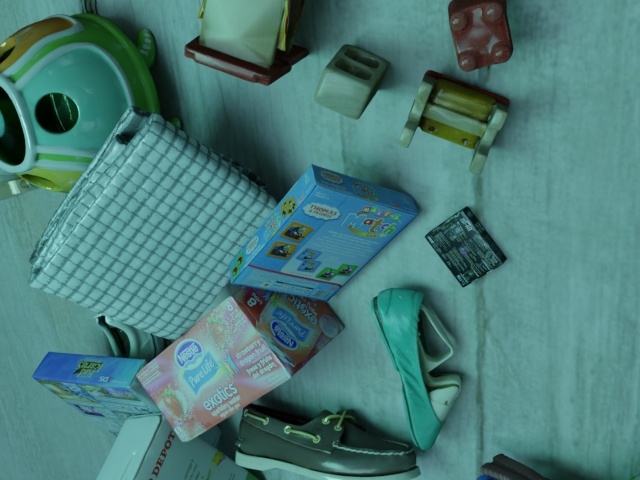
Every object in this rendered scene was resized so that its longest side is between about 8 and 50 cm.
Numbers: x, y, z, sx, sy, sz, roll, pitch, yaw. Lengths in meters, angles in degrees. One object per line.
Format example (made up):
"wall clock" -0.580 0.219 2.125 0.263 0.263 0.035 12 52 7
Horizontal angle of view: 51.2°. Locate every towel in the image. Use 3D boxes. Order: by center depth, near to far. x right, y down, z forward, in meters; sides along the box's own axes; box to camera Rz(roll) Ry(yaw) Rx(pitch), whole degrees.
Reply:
"towel" -0.226 -0.022 0.916 0.235 0.121 0.284 31 106 -31

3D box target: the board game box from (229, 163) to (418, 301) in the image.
"board game box" 0.000 0.000 0.871 0.211 0.160 0.039 -46 43 38

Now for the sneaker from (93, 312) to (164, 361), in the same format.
"sneaker" -0.358 0.111 1.188 0.094 0.091 0.258 -11 105 36

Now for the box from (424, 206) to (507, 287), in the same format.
"box" 0.181 0.009 0.835 0.083 0.018 0.067 53 128 2

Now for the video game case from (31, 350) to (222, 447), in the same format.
"video game case" -0.352 0.298 1.225 0.269 0.061 0.244 -3 139 34

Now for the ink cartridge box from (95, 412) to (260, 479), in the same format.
"ink cartridge box" -0.243 0.450 1.130 0.117 0.201 0.278 -16 130 38

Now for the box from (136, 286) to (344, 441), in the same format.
"box" -0.131 0.174 1.030 0.142 0.154 0.300 53 129 2

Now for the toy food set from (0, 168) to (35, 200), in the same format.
"toy food set" -0.560 -0.183 1.146 0.306 0.092 0.220 -2 110 54

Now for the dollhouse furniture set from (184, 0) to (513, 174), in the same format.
"dollhouse furniture set" 0.051 -0.253 0.748 0.373 0.152 0.201 22 122 3

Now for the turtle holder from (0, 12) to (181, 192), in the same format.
"turtle holder" -0.373 -0.163 0.987 0.243 0.227 0.321 26 122 21

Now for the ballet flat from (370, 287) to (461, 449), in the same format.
"ballet flat" 0.142 0.176 0.901 0.087 0.083 0.248 -12 106 22

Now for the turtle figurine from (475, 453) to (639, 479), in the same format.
"turtle figurine" 0.319 0.392 0.812 0.197 0.275 0.266 34 130 -27

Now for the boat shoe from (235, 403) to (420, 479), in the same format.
"boat shoe" 0.002 0.311 1.034 0.324 0.116 0.097 -5 79 36
